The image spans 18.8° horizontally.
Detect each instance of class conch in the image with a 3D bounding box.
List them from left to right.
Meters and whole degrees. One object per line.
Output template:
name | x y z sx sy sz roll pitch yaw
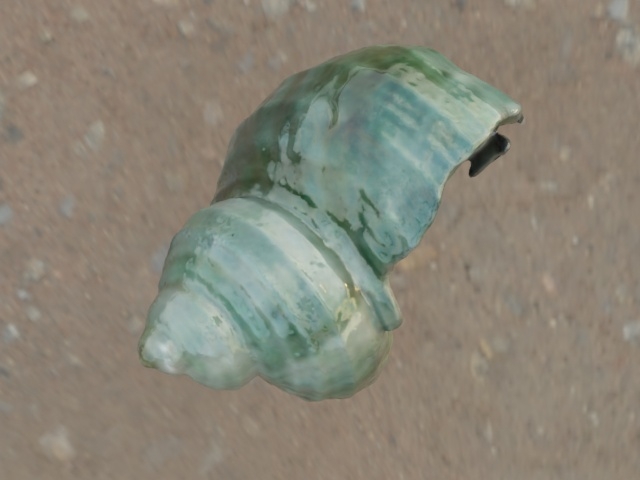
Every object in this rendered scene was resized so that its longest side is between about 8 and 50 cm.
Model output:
conch | 0.000 0.000 1.209 0.277 0.220 0.195 -32 104 -15
